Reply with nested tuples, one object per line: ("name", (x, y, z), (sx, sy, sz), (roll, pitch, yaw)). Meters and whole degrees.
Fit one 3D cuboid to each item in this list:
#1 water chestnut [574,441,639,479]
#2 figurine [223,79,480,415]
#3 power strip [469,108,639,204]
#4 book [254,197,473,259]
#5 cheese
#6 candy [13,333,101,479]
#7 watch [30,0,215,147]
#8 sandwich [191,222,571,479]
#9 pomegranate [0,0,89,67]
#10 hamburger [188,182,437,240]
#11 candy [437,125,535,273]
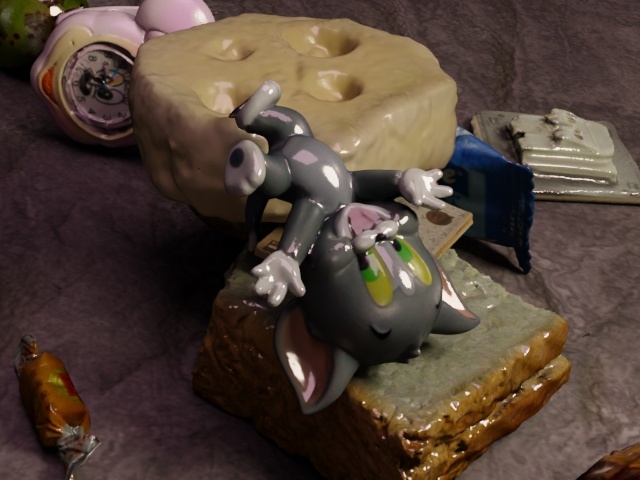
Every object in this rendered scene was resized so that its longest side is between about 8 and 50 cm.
("water chestnut", (0.245, 0.277, 0.917), (0.300, 0.300, 0.300), (7, 33, -5))
("figurine", (-0.004, -0.001, 1.073), (0.193, 0.140, 0.265), (-35, 70, -33))
("power strip", (0.311, -0.126, 1.678), (0.213, 0.064, 0.198), (3, 36, -13))
("book", (0.045, -0.006, 1.232), (0.138, 0.016, 0.199), (25, 37, 19))
("cheese", (-0.027, -0.125, 1.278), (0.327, 0.115, 0.318), (2, 31, -1))
("candy", (-0.231, 0.144, 1.137), (0.046, 0.053, 0.182), (-2, 36, -30))
("watch", (-0.208, -0.221, 1.577), (0.249, 0.210, 0.217), (5, 24, 7))
("sandwich", (0.038, 0.090, 1.219), (0.325, 0.131, 0.262), (31, 40, 30))
("pomegranate", (-0.353, -0.293, 1.689), (0.169, 0.122, 0.143), (-14, 11, -28))
("hamburger", (-0.016, -0.037, 1.412), (0.262, 0.131, 0.124), (15, 75, 0))
("candy", (0.102, -0.089, 1.475), (0.331, 0.187, 0.077), (27, 62, 29))
